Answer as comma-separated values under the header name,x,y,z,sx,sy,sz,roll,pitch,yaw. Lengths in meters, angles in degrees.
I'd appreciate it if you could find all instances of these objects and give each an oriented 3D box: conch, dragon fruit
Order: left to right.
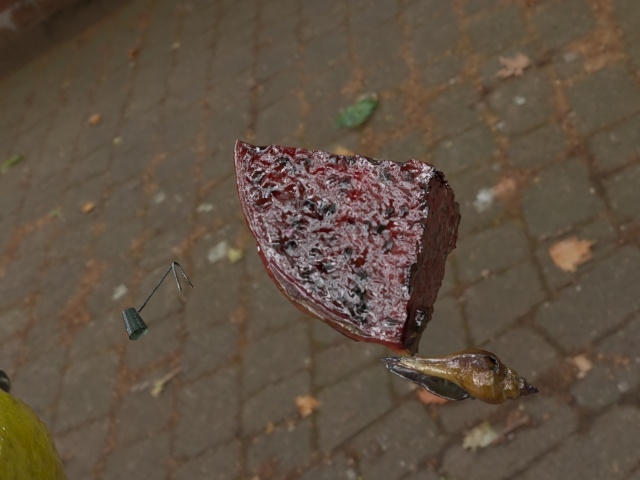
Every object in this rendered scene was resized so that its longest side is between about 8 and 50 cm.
name,x,y,z,sx,sy,sz,roll,pitch,yaw
dragon fruit,0.095,-0.013,1.483,0.240,0.302,0.330,-26,-10,33
conch,0.217,0.201,1.879,0.232,0.086,0.080,7,42,35

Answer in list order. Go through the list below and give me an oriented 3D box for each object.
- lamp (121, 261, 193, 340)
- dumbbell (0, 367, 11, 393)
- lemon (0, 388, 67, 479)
name,x,y,z,sx,sy,sz,roll,pitch,yaw
lamp,-0.239,0.086,1.761,0.121,0.041,0.054,-39,64,17
dumbbell,-0.509,0.279,1.687,0.192,0.192,0.290,-25,65,15
lemon,-0.371,0.244,1.159,0.253,0.310,0.253,-169,90,-67
